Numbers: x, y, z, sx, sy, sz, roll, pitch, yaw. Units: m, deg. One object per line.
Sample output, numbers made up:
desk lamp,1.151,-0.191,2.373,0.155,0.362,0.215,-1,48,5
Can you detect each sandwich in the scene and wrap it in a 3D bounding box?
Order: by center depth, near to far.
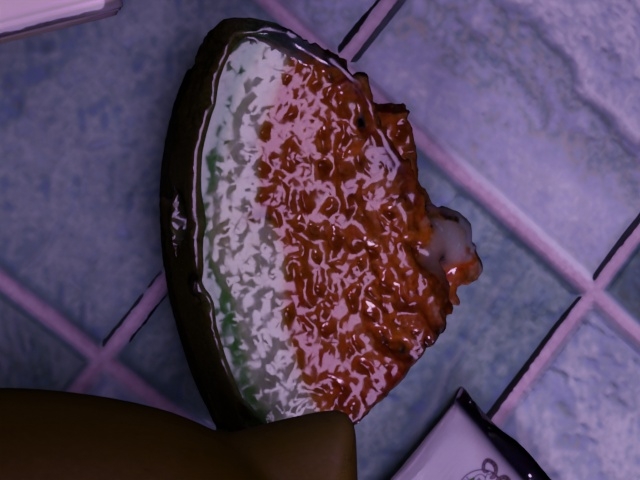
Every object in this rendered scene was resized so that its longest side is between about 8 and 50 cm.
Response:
sandwich,-0.012,-0.006,1.039,0.212,0.109,0.292,-27,105,-20

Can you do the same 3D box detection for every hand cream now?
hand cream,0.028,0.255,1.100,0.336,0.076,0.121,-45,111,-16

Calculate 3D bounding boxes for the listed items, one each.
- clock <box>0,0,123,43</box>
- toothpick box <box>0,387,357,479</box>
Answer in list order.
clock,-0.199,-0.144,0.917,0.147,0.192,0.071,-17,100,-16
toothpick box,-0.169,0.279,0.860,0.425,0.409,0.409,-6,97,-12
